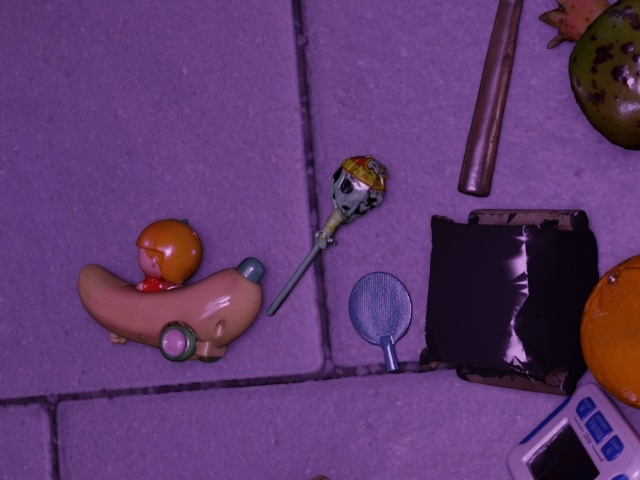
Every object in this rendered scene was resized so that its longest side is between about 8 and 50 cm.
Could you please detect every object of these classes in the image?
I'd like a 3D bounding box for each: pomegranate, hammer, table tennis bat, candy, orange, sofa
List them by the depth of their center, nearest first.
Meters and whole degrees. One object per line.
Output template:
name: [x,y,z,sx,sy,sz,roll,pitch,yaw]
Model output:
orange: [0.447,0.116,1.277,0.193,0.219,0.219,23,95,-24]
pomegranate: [0.411,-0.239,1.318,0.286,0.231,0.230,21,93,29]
sofa: [0.272,0.082,1.387,0.200,0.182,0.258,2,86,36]
hammer: [0.271,-0.282,1.453,0.168,0.044,0.439,10,89,18]
table tennis bat: [0.096,0.124,1.495,0.100,0.019,0.155,-16,80,17]
candy: [0.000,0.000,1.510,0.083,0.091,0.305,37,105,7]

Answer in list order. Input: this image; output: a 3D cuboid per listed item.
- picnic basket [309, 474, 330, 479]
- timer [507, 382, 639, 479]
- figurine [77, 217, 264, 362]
picnic basket: [-0.023,0.476,1.353,0.175,0.313,0.228,-44,74,12]
timer: [0.348,0.306,1.283,0.078,0.253,0.178,41,101,-12]
figurine: [-0.244,0.073,1.559,0.325,0.124,0.222,11,89,23]
